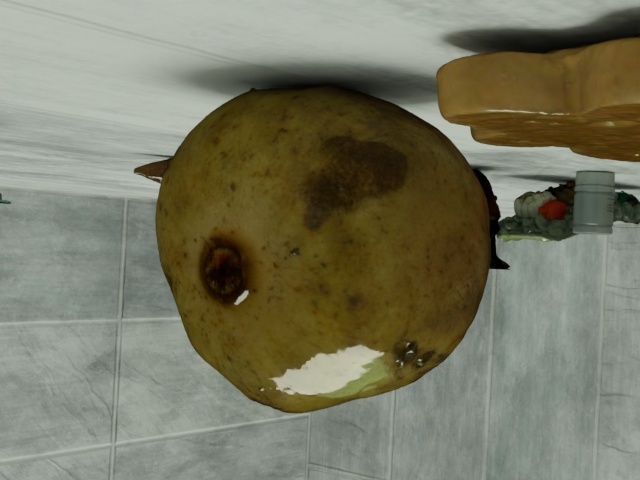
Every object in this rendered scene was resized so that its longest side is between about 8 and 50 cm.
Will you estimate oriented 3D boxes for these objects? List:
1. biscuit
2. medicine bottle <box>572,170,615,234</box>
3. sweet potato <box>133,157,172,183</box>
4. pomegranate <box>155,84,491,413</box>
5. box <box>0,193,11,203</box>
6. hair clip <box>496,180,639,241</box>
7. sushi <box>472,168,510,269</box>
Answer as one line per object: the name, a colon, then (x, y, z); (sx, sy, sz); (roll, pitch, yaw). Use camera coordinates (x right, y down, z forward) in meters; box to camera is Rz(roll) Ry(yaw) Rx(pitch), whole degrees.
biscuit: (0.242, -0.091, 0.683); (0.355, 0.052, 0.275); (2, -179, -44)
medicine bottle: (0.404, -0.055, 1.472); (0.058, 0.091, 0.058); (3, 179, 0)
sweet potato: (-0.193, -0.104, 1.599); (0.218, 0.051, 0.065); (3, -178, -34)
pomegranate: (0.000, 0.000, 0.831); (0.281, 0.281, 0.281); (3, 179, 0)
box: (-0.528, -0.100, 1.102); (0.264, 0.106, 0.337); (2, 179, 11)
hair clip: (0.429, -0.057, 1.665); (0.321, 0.091, 0.138); (-10, -171, -42)
sushi: (0.195, -0.035, 1.518); (0.153, 0.150, 0.172); (4, 179, -34)
